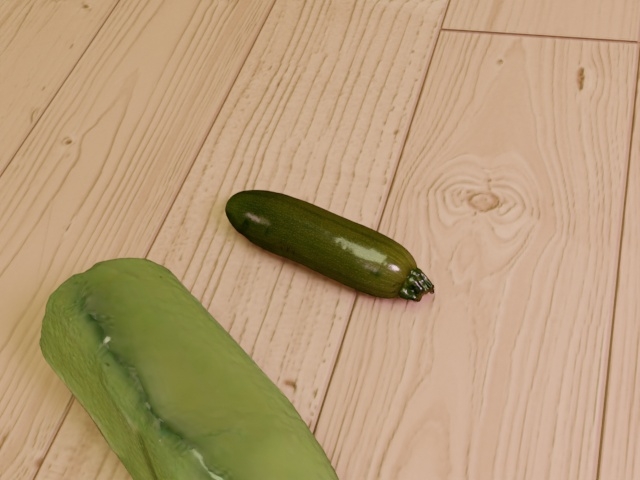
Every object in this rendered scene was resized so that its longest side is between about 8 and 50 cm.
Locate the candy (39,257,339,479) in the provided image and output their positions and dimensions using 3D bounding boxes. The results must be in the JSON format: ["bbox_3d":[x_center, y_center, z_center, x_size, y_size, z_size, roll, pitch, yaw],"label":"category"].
[{"bbox_3d":[-0.121,0.153,0.698,0.142,0.132,0.343,-3,38,-48],"label":"candy"}]

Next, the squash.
[{"bbox_3d":[0.000,0.000,0.816,0.258,0.069,0.069,22,61,26],"label":"squash"}]
